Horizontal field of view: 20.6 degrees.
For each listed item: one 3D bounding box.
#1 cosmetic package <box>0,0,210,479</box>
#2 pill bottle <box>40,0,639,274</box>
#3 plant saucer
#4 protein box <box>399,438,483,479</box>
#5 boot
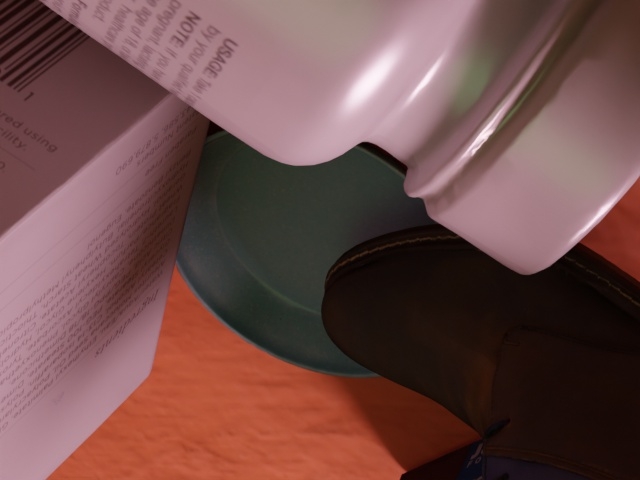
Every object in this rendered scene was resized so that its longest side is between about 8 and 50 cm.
[{"bbox_3d":[-0.147,-0.003,0.613,0.151,0.151,0.184,31,137,13],"label":"cosmetic package"},{"bbox_3d":[-0.007,-0.096,0.486,0.229,0.131,0.131,35,136,-6],"label":"pill bottle"},{"bbox_3d":[0.000,0.000,0.648,0.119,0.021,0.119,14,133,15],"label":"plant saucer"},{"bbox_3d":[0.108,0.200,0.645,0.200,0.201,0.136,45,134,-16],"label":"protein box"},{"bbox_3d":[0.064,0.059,0.551,0.219,0.106,0.082,13,133,39],"label":"boot"}]
